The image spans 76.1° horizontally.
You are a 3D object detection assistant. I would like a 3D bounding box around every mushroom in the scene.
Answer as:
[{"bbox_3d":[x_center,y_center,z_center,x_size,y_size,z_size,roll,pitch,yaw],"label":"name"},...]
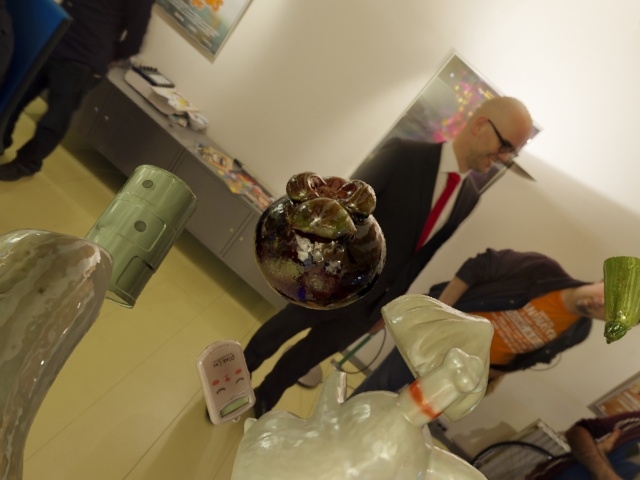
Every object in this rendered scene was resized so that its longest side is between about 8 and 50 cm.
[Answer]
[{"bbox_3d":[-0.229,0.101,0.287,0.118,0.103,0.270,19,45,-30],"label":"mushroom"}]

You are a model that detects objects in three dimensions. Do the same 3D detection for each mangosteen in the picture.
[{"bbox_3d":[0.000,0.000,0.602,0.210,0.210,0.210,35,22,-16],"label":"mangosteen"}]

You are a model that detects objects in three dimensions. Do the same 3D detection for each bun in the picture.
[{"bbox_3d":[0.256,0.202,0.811,0.263,0.175,0.263,56,7,-11],"label":"bun"}]

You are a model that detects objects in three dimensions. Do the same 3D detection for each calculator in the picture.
[{"bbox_3d":[-0.192,0.289,0.832,0.100,0.032,0.175,-19,98,-36],"label":"calculator"}]

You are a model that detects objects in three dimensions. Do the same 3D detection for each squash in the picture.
[{"bbox_3d":[0.670,0.140,0.909,0.090,0.200,0.075,3,-24,44],"label":"squash"}]

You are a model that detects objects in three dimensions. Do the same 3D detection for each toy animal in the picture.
[{"bbox_3d":[0.046,0.214,0.425,0.141,0.282,0.138,62,4,4],"label":"toy animal"}]

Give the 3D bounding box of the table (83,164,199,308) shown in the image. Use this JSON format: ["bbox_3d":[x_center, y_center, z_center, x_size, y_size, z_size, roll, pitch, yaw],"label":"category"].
[{"bbox_3d":[-0.320,-0.009,0.707,0.126,0.126,0.220,34,63,-19],"label":"table"}]
